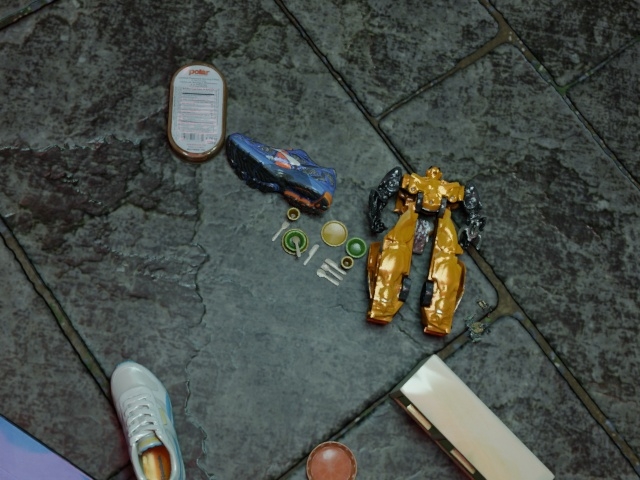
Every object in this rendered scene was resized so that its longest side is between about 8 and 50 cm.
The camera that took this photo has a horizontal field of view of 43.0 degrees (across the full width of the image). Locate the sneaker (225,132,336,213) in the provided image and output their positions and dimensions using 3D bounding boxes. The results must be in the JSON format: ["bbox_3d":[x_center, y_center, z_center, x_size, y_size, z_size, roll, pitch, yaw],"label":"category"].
[{"bbox_3d":[-0.069,-0.129,1.439,0.221,0.083,0.087,30,54,3],"label":"sneaker"}]

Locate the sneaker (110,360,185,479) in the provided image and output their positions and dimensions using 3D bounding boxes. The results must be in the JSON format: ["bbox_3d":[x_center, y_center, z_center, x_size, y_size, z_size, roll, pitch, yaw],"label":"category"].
[{"bbox_3d":[-0.272,0.296,1.286,0.087,0.092,0.228,-22,77,-10],"label":"sneaker"}]

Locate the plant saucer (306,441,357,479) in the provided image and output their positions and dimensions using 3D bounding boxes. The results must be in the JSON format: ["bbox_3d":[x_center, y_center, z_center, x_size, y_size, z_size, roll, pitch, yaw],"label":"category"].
[{"bbox_3d":[0.018,0.374,1.337,0.083,0.013,0.083,1,74,-5],"label":"plant saucer"}]

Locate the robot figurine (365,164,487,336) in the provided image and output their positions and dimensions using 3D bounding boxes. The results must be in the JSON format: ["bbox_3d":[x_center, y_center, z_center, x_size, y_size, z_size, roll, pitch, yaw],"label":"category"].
[{"bbox_3d":[0.173,0.011,1.415,0.211,0.085,0.291,13,75,-3],"label":"robot figurine"}]

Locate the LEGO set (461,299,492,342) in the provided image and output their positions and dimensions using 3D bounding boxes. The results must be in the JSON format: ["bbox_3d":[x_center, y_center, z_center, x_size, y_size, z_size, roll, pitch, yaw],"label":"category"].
[{"bbox_3d":[0.276,0.145,1.426,0.054,0.023,0.083,42,62,4],"label":"LEGO set"}]

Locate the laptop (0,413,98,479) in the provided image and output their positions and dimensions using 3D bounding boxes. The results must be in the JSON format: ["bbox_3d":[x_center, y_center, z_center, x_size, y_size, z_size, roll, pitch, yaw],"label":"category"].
[{"bbox_3d":[-0.565,0.452,1.146,0.382,0.408,0.236,33,108,4],"label":"laptop"}]

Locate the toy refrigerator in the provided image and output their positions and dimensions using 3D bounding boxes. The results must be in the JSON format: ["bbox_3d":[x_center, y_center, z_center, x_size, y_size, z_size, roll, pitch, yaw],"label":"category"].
[{"bbox_3d":[0.240,0.320,1.330,0.094,0.102,0.269,-42,84,-14],"label":"toy refrigerator"}]

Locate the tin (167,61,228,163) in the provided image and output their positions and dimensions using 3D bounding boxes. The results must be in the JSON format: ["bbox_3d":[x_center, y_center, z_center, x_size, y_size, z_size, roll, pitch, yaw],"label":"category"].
[{"bbox_3d":[-0.221,-0.232,1.464,0.106,0.040,0.189,3,75,-10],"label":"tin"}]

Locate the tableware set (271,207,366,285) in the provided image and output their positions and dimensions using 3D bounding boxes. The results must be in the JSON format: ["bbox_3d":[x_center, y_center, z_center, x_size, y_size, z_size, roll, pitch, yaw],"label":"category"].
[{"bbox_3d":[0.000,0.000,1.431,0.154,0.024,0.104,36,74,4],"label":"tableware set"}]
